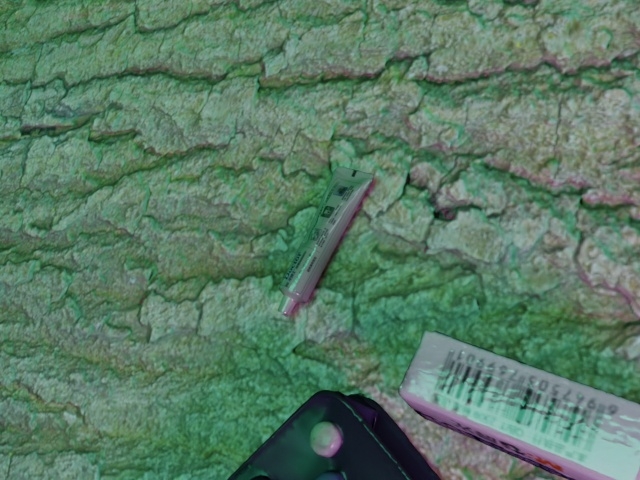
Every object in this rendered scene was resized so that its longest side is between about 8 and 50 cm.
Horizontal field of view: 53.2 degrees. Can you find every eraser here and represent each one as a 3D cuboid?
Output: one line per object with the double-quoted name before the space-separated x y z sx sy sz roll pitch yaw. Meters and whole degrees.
"eraser" 0.229 0.177 0.606 0.287 0.130 0.086 17 75 32

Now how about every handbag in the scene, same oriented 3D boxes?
"handbag" -0.009 0.348 0.667 0.325 0.118 0.269 -47 59 5

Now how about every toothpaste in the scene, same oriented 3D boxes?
"toothpaste" 0.000 0.000 0.841 0.064 0.041 0.218 19 76 36
